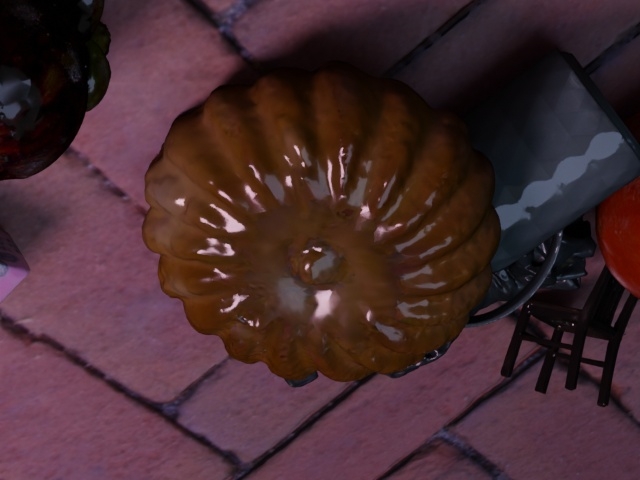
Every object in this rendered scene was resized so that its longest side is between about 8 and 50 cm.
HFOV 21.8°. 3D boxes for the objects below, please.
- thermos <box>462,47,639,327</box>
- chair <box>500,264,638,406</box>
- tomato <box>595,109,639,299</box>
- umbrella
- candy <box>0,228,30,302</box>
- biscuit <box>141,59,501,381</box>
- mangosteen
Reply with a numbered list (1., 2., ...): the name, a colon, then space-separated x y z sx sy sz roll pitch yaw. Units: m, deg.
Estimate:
1. thermos: 0.165 -0.034 1.570 0.286 0.145 0.182 -38 101 11
2. chair: 0.285 0.065 1.811 0.084 0.101 0.212 28 76 -45
3. tomato: 0.365 -0.030 1.644 0.189 0.232 0.232 0 132 -11
4. umbrella: 0.120 0.068 1.694 0.349 0.094 0.143 -25 139 -4
5. candy: -0.336 0.013 1.392 0.092 0.073 0.160 -48 135 12
6. biscuit: 0.000 0.000 1.460 0.326 0.107 0.325 3 123 5
7. mangosteen: -0.242 -0.136 1.249 0.184 0.172 0.172 -52 141 -15
